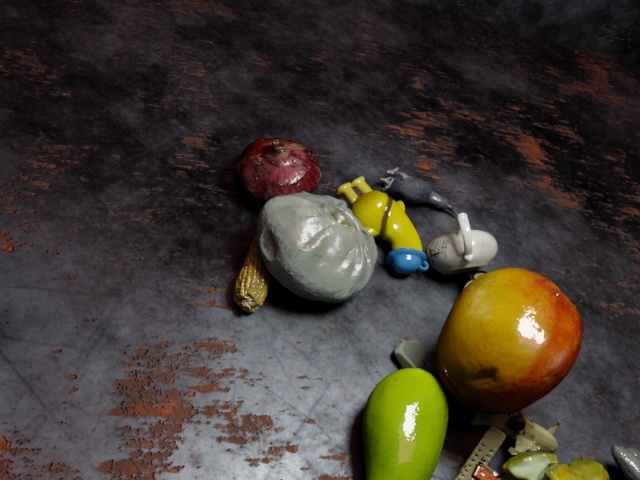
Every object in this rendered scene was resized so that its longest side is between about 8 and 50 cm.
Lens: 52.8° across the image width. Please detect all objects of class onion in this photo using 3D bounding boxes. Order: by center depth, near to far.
[{"bbox_3d":[-0.121,-0.211,1.887,0.252,0.219,0.252,5,50,-6],"label":"onion"}]

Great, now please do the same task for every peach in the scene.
[{"bbox_3d":[0.433,0.242,1.530,0.290,0.373,0.372,54,32,-34],"label":"peach"}]

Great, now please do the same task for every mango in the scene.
[{"bbox_3d":[0.181,0.443,1.456,0.193,0.156,0.343,20,48,5],"label":"mango"}]

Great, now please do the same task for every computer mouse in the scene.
[{"bbox_3d":[0.255,0.325,1.665,0.089,0.056,0.181,-14,49,-38],"label":"computer mouse"}]

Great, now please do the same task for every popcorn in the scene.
[{"bbox_3d":[0.516,0.582,1.423,0.277,0.225,0.276,22,15,-6],"label":"popcorn"}]

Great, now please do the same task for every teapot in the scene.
[{"bbox_3d":[0.413,0.015,1.882,0.209,0.299,0.165,2,70,4],"label":"teapot"}]

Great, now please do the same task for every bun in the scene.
[{"bbox_3d":[-0.003,0.002,1.707,0.355,0.194,0.354,28,37,-24],"label":"bun"}]

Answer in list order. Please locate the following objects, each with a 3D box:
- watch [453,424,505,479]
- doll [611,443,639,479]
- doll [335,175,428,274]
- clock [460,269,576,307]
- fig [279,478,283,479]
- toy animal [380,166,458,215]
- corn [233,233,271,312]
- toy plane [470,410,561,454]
[{"bbox_3d":[0.329,0.529,1.399,0.102,0.165,0.268,34,82,8],"label":"watch"},{"bbox_3d":[0.828,0.659,1.561,0.246,0.158,0.340,22,18,-48],"label":"doll"},{"bbox_3d":[0.201,-0.048,1.925,0.199,0.145,0.363,-29,69,-26],"label":"doll"},{"bbox_3d":[0.590,0.200,1.848,0.379,0.120,0.276,13,22,-9],"label":"clock"},{"bbox_3d":[-0.115,0.565,1.279,0.124,0.124,0.236,31,22,7],"label":"fig"},{"bbox_3d":[0.279,-0.174,2.078,0.367,0.081,0.206,17,18,-43],"label":"toy animal"},{"bbox_3d":[-0.166,0.071,1.707,0.087,0.086,0.288,19,43,-6],"label":"corn"},{"bbox_3d":[0.487,0.461,1.598,0.256,0.104,0.242,19,19,-10],"label":"toy plane"}]
